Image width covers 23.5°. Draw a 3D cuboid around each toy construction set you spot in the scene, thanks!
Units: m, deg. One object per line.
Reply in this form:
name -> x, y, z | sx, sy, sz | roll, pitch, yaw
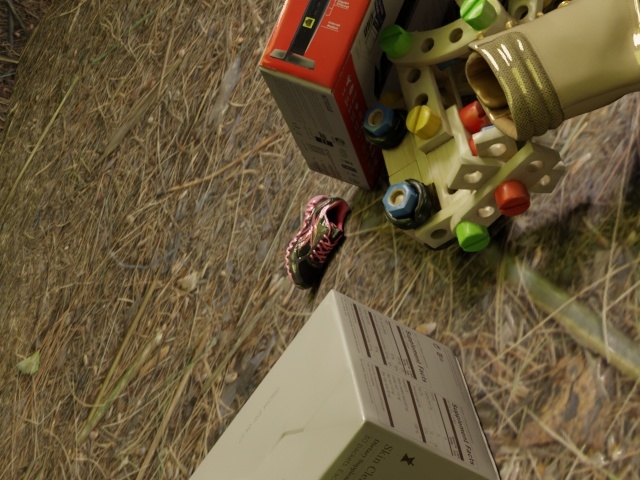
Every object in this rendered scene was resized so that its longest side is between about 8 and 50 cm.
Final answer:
toy construction set -> 0.146, -0.115, 1.462 | 0.215, 0.151, 0.327 | -31, 37, 24

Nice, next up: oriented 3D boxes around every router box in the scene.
router box -> 0.054, -0.244, 1.623 | 0.335, 0.082, 0.301 | 58, -127, -73

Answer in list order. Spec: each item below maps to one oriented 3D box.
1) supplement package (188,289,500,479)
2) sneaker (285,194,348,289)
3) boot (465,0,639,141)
supplement package -> 0.010, 0.220, 1.372 | 0.262, 0.145, 0.204 | -54, 24, 22
sneaker -> 0.000, 0.000, 1.768 | 0.057, 0.047, 0.119 | -5, 61, 50
boot -> 0.217, -0.186, 1.321 | 0.203, 0.095, 0.262 | -21, 37, 3
